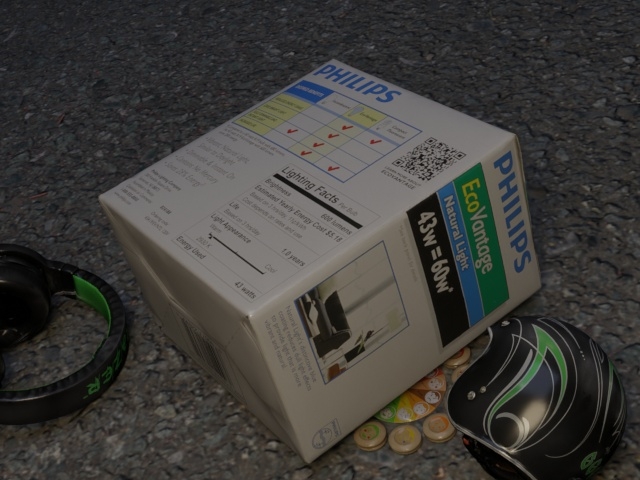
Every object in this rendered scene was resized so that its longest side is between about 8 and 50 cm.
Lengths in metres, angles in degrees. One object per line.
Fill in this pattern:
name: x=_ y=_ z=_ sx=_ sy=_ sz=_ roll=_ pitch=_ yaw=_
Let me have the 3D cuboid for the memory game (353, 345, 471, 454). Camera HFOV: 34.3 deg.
memory game: x=0.093 y=0.165 z=1.173 sx=0.186 sy=0.012 sz=0.186 roll=-10 pitch=39 yaw=8

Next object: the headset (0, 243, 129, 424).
headset: x=-0.440 y=0.128 z=1.336 sx=0.394 sy=0.185 sz=0.243 roll=14 pitch=42 yaw=11

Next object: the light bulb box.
light bulb box: x=0.000 y=0.000 z=1.219 sx=0.361 sy=0.225 sz=0.358 roll=-33 pitch=38 yaw=-20

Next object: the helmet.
helmet: x=0.217 y=0.157 z=1.024 sx=0.169 sy=0.169 sz=0.161 roll=27 pitch=71 yaw=40
